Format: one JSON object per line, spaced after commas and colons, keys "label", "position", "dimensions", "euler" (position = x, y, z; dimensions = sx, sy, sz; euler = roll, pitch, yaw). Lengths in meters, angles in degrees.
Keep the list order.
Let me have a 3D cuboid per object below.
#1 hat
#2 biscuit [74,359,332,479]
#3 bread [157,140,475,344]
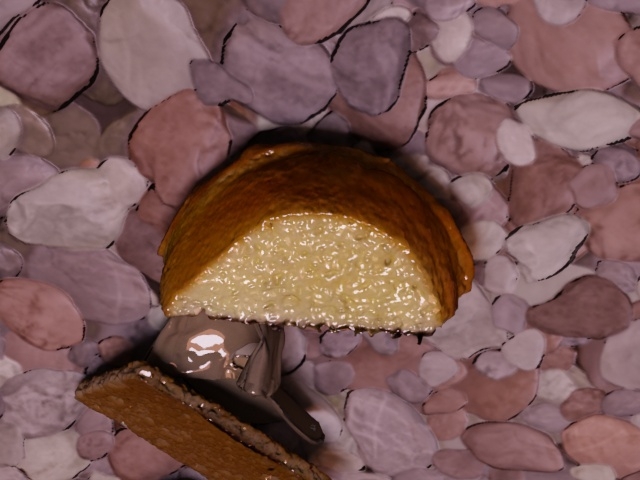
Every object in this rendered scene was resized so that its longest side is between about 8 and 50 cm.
{"label": "hat", "position": [-0.058, 0.107, 1.592], "dimensions": [0.147, 0.085, 0.175], "euler": [12, 160, 41]}
{"label": "biscuit", "position": [-0.098, 0.177, 1.633], "dimensions": [0.231, 0.025, 0.131], "euler": [35, 151, -22]}
{"label": "bread", "position": [-0.005, -0.008, 1.456], "dimensions": [0.260, 0.129, 0.134], "euler": [2, 120, 1]}
